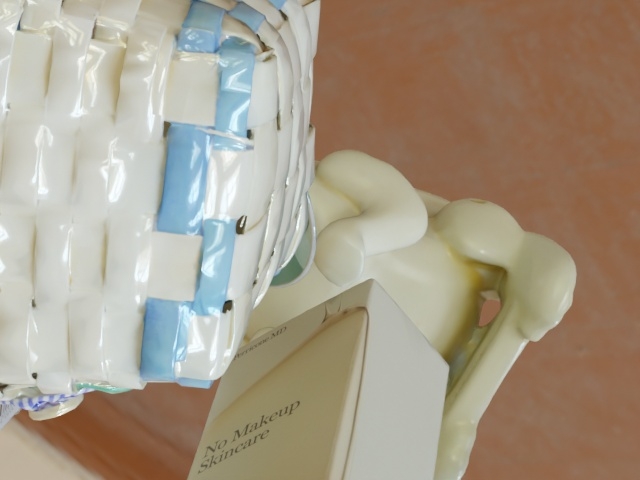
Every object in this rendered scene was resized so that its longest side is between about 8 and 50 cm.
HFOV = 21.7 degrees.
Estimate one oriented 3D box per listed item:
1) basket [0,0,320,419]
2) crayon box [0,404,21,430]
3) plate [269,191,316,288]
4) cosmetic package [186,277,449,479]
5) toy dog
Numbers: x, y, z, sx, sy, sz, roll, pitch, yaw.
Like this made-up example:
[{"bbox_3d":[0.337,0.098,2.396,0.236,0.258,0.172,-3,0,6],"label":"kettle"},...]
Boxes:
[{"bbox_3d":[-0.152,-0.043,0.652,0.288,0.255,0.201,13,107,6],"label":"basket"},{"bbox_3d":[-0.269,0.007,1.239,0.081,0.202,0.319,13,106,6],"label":"crayon box"},{"bbox_3d":[-0.067,-0.050,1.174,0.188,0.024,0.188,33,143,29],"label":"plate"},{"bbox_3d":[-0.009,0.181,1.224,0.160,0.309,0.113,-30,113,24],"label":"cosmetic package"},{"bbox_3d":[0.000,0.000,1.681,0.407,0.395,0.285,24,118,-19],"label":"toy dog"}]
